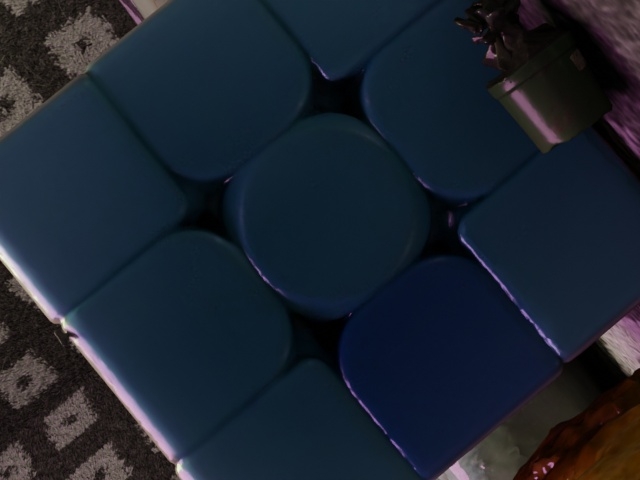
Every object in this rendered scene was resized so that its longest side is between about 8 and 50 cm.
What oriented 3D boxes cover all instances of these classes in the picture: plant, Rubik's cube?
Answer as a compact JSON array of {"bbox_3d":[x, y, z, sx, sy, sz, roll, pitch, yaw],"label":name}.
[{"bbox_3d":[0.095,-0.094,0.537,0.102,0.051,0.051,56,176,0],"label":"plant"},{"bbox_3d":[0.000,0.000,0.716,0.292,0.290,0.291,51,176,3],"label":"Rubik's cube"}]

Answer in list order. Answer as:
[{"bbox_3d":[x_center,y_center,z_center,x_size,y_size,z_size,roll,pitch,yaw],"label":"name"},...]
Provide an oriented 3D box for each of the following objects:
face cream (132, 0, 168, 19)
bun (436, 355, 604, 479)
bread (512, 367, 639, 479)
[{"bbox_3d":[-0.170,-0.297,1.217,0.101,0.101,0.252,48,175,30],"label":"face cream"},{"bbox_3d":[0.175,0.185,1.076,0.354,0.194,0.354,51,167,17],"label":"bun"},{"bbox_3d":[0.214,0.153,0.578,0.194,0.179,0.340,48,173,8],"label":"bread"}]
